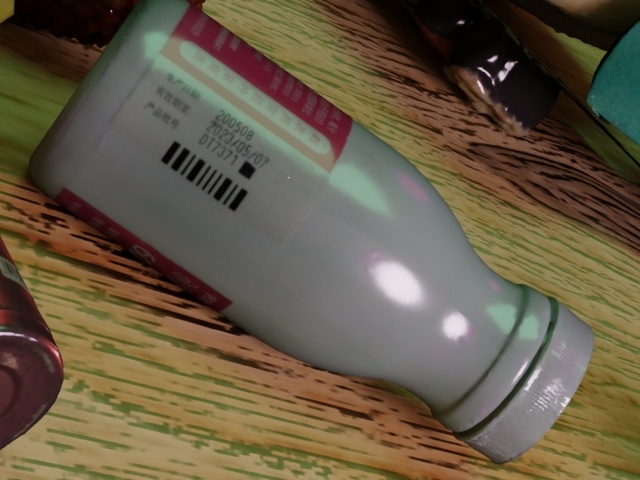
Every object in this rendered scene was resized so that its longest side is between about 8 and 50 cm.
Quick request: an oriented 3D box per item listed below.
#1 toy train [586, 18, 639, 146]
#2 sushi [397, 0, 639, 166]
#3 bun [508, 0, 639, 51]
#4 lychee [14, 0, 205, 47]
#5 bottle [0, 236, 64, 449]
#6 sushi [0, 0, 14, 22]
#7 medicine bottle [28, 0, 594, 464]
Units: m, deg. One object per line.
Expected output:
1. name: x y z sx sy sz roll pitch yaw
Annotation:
1. toy train: 0.298 -0.055 1.107 0.194 0.120 0.298 42 10 20
2. sushi: 0.100 -0.120 1.059 0.290 0.050 0.264 50 10 31
3. bun: 0.159 -0.284 1.169 0.365 0.219 0.365 35 8 -6
4. lychee: -0.099 -0.145 0.719 0.129 0.123 0.123 31 24 -15
5. bottle: -0.134 -0.009 0.501 0.060 0.060 0.164 14 33 -45
6. sushi: -0.226 -0.215 0.445 0.396 0.240 0.351 25 14 -13
7. medicine bottle: 0.000 0.000 0.634 0.216 0.090 0.090 35 23 -10
